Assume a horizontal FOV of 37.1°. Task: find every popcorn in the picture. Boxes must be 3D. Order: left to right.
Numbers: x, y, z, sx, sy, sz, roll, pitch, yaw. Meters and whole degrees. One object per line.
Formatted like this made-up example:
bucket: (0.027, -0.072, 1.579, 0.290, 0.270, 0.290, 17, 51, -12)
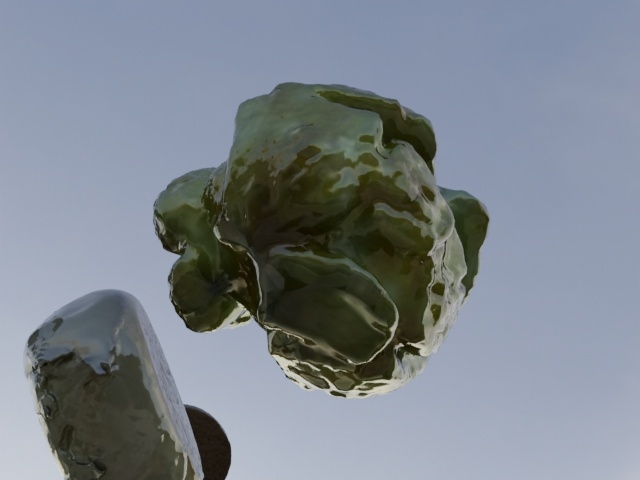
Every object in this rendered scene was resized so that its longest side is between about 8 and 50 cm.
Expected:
popcorn: (-0.006, 0.000, 0.777, 0.276, 0.225, 0.276, 11, -68, 29)

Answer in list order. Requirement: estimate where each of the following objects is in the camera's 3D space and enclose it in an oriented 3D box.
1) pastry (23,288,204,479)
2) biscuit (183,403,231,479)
pastry: (-0.213, 0.178, 0.991, 0.133, 0.265, 0.265, -22, -59, -10)
biscuit: (-0.240, 0.339, 1.458, 0.208, 0.049, 0.181, -22, -76, -14)
